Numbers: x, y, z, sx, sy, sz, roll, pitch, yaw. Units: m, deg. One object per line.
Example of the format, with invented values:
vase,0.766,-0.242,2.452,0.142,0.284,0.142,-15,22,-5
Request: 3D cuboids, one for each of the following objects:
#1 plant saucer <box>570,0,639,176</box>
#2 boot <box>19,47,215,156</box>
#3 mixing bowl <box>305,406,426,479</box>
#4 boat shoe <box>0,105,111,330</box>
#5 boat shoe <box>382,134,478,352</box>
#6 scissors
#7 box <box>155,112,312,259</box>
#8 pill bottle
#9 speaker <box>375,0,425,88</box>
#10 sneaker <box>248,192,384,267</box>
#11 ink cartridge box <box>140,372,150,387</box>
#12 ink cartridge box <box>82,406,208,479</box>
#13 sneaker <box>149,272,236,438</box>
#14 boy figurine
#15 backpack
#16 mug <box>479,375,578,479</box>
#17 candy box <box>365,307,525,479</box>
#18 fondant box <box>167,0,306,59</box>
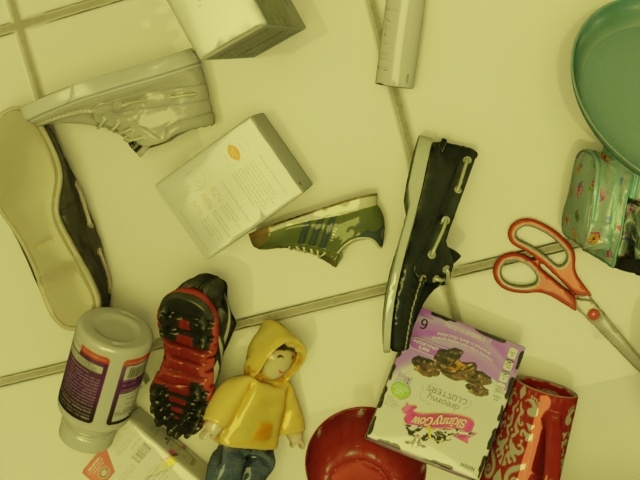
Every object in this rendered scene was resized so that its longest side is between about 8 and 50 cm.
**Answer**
plant saucer,0.460,-0.178,1.539,0.317,0.044,0.318,6,59,-11
boot,-0.277,-0.172,1.687,0.258,0.095,0.123,-18,99,-2
mixing bowl,0.059,0.339,1.740,0.181,0.098,0.181,1,100,9
boat shoe,-0.388,-0.029,1.752,0.112,0.095,0.335,-19,91,7
boat shoe,0.146,0.009,1.638,0.091,0.114,0.302,11,87,2
scissors,0.375,0.083,1.692,0.297,0.021,0.109,34,100,3
box,-0.119,-0.077,1.697,0.170,0.091,0.130,-34,93,12
pill bottle,-0.308,0.200,1.702,0.108,0.108,0.193,22,116,4
speaker,0.109,-0.277,1.650,0.055,0.055,0.136,8,100,6
sneaker,0.000,0.000,1.706,0.192,0.064,0.086,-18,92,7
ink cartridge box,-0.311,0.178,1.797,0.063,0.029,0.115,-32,94,12
ink cartridge box,-0.237,0.358,1.799,0.198,0.067,0.115,41,102,1
sneaker,-0.180,0.161,1.743,0.097,0.135,0.276,17,125,10
boy figurine,-0.086,0.257,1.728,0.177,0.092,0.285,20,86,-36
backpack,0.402,-0.061,1.591,0.144,0.166,0.188,17,99,-4
mug,0.305,0.288,1.682,0.113,0.150,0.169,9,99,-39
candy box,0.172,0.213,1.682,0.165,0.070,0.196,21,78,3
fondant box,-0.135,-0.353,1.530,0.096,0.330,0.238,-28,95,10
